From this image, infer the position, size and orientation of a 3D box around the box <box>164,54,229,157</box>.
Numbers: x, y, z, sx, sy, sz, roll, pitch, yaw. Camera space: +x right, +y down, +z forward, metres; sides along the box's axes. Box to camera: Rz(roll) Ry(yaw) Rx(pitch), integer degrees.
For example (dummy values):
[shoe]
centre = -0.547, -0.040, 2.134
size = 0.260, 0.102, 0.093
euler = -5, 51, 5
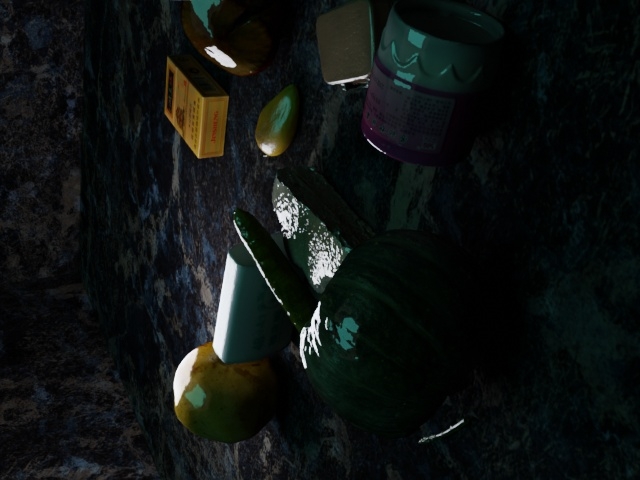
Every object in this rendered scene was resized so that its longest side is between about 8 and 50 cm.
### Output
[box]
centre = -0.331, -0.356, 2.230
size = 0.274, 0.076, 0.174
euler = 50, 138, 45

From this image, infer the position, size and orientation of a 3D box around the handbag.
[handbag]
centre = 0.070, -0.340, 1.479
size = 0.193, 0.072, 0.151
euler = 2, 100, 60

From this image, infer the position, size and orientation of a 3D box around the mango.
[mango]
centre = -0.090, -0.253, 1.821
size = 0.187, 0.066, 0.101
euler = -57, 49, 41

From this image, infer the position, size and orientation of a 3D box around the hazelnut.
[hazelnut]
centre = -0.178, -0.471, 1.781
size = 0.217, 0.217, 0.251
euler = 43, 159, 50

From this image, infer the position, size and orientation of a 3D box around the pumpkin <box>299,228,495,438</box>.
[pumpkin]
centre = 0.118, 0.145, 1.304
size = 0.257, 0.291, 0.327
euler = 38, 155, 12

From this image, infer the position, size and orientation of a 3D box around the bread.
[bread]
centre = 0.005, -0.003, 1.675
size = 0.337, 0.102, 0.183
euler = 49, 143, 42

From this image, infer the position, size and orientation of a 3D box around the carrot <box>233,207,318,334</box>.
[carrot]
centre = -0.073, 0.084, 1.718
size = 0.358, 0.074, 0.074
euler = 55, 155, -13

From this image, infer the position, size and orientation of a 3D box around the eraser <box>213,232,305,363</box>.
[eraser]
centre = -0.131, 0.129, 1.869
size = 0.104, 0.189, 0.290
euler = 50, 139, 40

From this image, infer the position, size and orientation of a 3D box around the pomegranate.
[pomegranate]
centre = -0.230, 0.371, 2.063
size = 0.264, 0.264, 0.264
euler = 28, 122, 57

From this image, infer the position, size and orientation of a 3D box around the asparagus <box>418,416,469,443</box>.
[asparagus]
centre = 0.213, 0.332, 1.466
size = 0.016, 0.016, 0.163
euler = 48, 147, 5

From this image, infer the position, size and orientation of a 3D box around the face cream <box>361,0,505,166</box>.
[face cream]
centre = 0.160, -0.230, 1.225
size = 0.175, 0.175, 0.195
euler = 53, 143, 42
